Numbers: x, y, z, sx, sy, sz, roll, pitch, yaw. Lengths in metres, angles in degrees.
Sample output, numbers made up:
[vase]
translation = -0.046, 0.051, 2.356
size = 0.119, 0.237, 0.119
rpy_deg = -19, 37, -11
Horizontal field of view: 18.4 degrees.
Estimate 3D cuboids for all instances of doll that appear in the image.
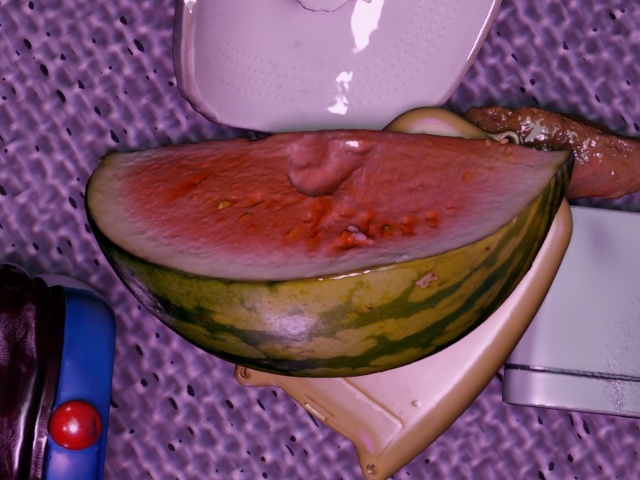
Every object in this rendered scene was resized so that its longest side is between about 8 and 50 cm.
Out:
[doll]
translation = -0.278, 0.101, 1.159
size = 0.309, 0.240, 0.284
rpy_deg = 6, 71, -8

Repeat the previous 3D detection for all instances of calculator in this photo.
[calculator]
translation = 0.054, 0.028, 1.246
size = 0.157, 0.033, 0.236
rpy_deg = 35, 97, 10

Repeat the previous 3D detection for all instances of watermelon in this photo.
[watermelon]
translation = 0.002, 0.027, 1.204
size = 0.303, 0.159, 0.128
rpy_deg = -1, 126, 11

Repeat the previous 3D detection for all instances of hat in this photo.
[hat]
translation = 0.005, -0.211, 1.251
size = 0.257, 0.168, 0.301
rpy_deg = 8, 110, -22

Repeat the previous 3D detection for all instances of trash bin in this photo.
[trash bin]
translation = 0.179, 0.047, 1.269
size = 0.116, 0.059, 0.130
rpy_deg = 6, 85, -3

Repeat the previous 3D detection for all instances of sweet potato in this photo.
[sweet potato]
translation = 0.150, -0.055, 1.273
size = 0.205, 0.060, 0.068
rpy_deg = 3, 124, -6
